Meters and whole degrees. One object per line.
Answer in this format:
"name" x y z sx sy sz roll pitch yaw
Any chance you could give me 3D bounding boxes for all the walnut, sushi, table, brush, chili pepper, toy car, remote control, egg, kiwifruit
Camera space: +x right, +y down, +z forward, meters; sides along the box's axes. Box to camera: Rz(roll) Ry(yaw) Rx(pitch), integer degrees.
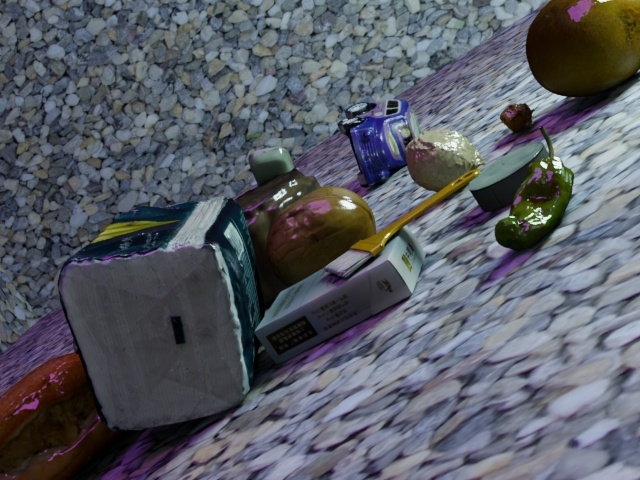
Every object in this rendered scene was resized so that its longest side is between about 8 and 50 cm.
"walnut" 0.000 0.000 1.661 0.207 0.167 0.167 -30 11 25
"sushi" 0.373 -0.235 1.863 0.060 0.061 0.118 -43 6 16
"table" 0.296 -0.099 1.531 0.133 0.043 0.133 -33 11 7
"brush" 0.127 -0.029 1.452 0.272 0.013 0.103 -35 11 -11
"chili pepper" 0.296 -0.062 1.302 0.072 0.073 0.204 1 43 41
"toy car" 0.147 -0.234 2.287 0.158 0.172 0.235 -15 21 18
"remote control" -0.082 -0.095 2.118 0.090 0.309 0.038 -10 56 8
"egg" 0.217 -0.143 1.771 0.140 0.116 0.118 14 19 40
"kiwifruit" 0.467 -0.352 1.750 0.196 0.196 0.234 -37 13 -15

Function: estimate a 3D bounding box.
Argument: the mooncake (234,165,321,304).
"mooncake" -0.115 0.000 1.940 0.324 0.187 0.324 -30 11 7

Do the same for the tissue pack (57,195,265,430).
"tissue pack" -0.228 0.090 1.564 0.253 0.264 0.416 -11 12 3

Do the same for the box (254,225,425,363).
"box" 0.032 0.078 1.470 0.243 0.067 0.155 -29 13 24

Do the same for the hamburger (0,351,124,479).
"hamburger" -0.446 0.304 1.607 0.290 0.170 0.314 -37 10 -32
